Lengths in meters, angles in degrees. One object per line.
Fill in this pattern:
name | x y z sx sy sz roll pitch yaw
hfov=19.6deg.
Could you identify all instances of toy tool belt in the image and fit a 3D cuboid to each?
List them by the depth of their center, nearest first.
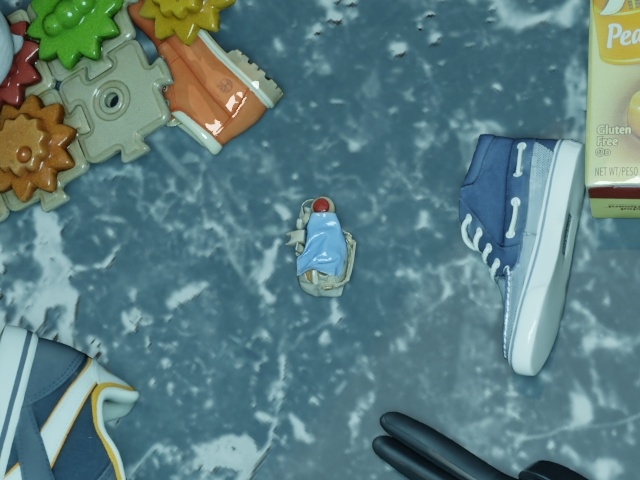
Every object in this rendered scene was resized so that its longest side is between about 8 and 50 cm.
toy tool belt | 0.000 0.000 1.429 0.052 0.051 0.083 -3 72 9

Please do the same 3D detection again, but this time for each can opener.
can opener | 0.120 0.183 1.356 0.186 0.073 0.059 22 117 19

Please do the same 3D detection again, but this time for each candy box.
candy box | 0.298 -0.176 1.409 0.183 0.087 0.316 1 74 11

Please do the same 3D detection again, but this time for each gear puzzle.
gear puzzle | -0.209 -0.128 1.473 0.339 0.044 0.175 -29 69 15

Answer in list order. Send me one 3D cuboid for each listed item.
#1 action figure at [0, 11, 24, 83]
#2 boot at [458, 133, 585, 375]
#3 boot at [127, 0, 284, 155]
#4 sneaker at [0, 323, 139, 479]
action figure | -0.387 -0.116 1.480 0.330 0.178 0.341 -23 34 13
boot | 0.143 0.009 1.399 0.086 0.069 0.190 7 66 20
boot | -0.114 -0.139 1.493 0.158 0.059 0.084 42 89 18
sneaker | -0.211 0.215 1.333 0.127 0.126 0.321 19 58 -11
